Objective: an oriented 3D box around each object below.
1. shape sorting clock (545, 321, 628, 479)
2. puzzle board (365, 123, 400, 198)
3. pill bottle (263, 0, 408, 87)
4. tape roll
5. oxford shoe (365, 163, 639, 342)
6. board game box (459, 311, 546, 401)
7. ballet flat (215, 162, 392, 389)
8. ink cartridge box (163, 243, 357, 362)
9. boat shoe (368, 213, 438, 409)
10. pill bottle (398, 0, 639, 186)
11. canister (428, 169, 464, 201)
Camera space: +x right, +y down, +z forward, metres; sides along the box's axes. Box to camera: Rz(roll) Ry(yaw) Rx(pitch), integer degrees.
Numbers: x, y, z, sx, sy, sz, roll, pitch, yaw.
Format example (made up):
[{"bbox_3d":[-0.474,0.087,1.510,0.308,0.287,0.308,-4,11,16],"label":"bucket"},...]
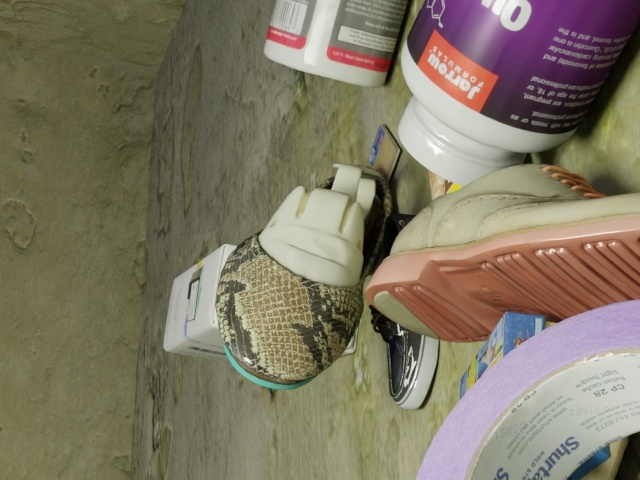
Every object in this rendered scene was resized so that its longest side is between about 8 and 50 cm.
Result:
[{"bbox_3d":[0.208,0.151,1.088,0.206,0.040,0.206,-163,90,-74],"label":"shape sorting clock"},{"bbox_3d":[0.075,-0.082,1.708,0.096,0.011,0.128,-111,38,-62],"label":"puzzle board"},{"bbox_3d":[0.044,-0.381,1.725,0.176,0.176,0.318,-133,57,-69],"label":"pill bottle"},{"bbox_3d":[0.192,0.171,0.818,0.275,0.090,0.275,-30,32,21],"label":"tape roll"},{"bbox_3d":[0.190,-0.012,1.043,0.397,0.140,0.146,-8,51,52],"label":"oxford shoe"},{"bbox_3d":[0.150,0.157,1.079,0.201,0.035,0.136,102,174,-68],"label":"board game box"},{"bbox_3d":[0.000,0.000,1.456,0.483,0.164,0.182,-54,-12,-71],"label":"ballet flat"},{"bbox_3d":[-0.085,0.101,1.767,0.278,0.201,0.117,150,129,-67],"label":"ink cartridge box"},{"bbox_3d":[0.091,0.076,1.443,0.080,0.076,0.228,155,126,-68],"label":"boat shoe"},{"bbox_3d":[0.189,-0.208,1.140,0.181,0.181,0.323,-102,31,-52],"label":"pill bottle"},{"bbox_3d":[0.164,-0.037,1.301,0.170,0.073,0.126,-93,24,-43],"label":"canister"}]
